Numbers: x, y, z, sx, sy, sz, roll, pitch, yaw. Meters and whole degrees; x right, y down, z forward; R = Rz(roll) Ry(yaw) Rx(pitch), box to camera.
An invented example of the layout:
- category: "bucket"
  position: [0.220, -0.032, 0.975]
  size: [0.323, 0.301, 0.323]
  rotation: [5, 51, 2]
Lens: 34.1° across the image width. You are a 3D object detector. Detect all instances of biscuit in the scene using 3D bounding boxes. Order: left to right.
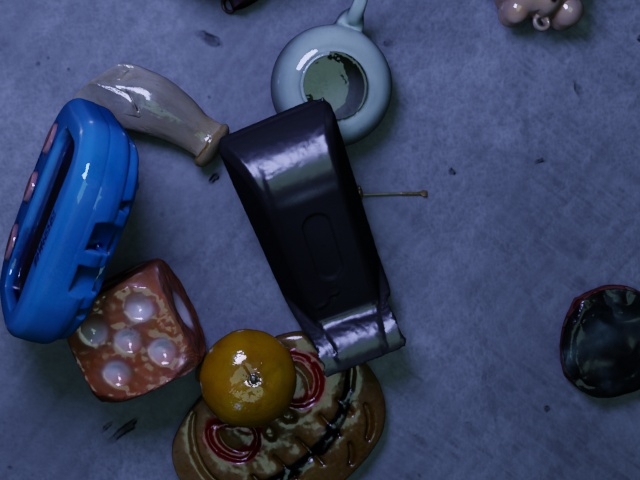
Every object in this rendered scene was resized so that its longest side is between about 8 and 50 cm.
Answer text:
- category: "biscuit"
  position: [-0.080, 0.304, 1.740]
  size: [0.367, 0.063, 0.314]
  rotation: [-42, 100, 2]

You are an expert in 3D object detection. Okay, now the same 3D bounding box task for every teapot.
- category: "teapot"
  position: [-0.121, -0.394, 1.645]
  size: [0.100, 0.068, 0.045]
  rotation: [-25, 96, 33]
- category: "teapot"
  position: [0.018, -0.241, 1.642]
  size: [0.193, 0.129, 0.295]
  rotation: [17, 95, -6]

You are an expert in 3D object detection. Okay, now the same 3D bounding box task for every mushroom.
- category: "mushroom"
  position: [-0.261, -0.206, 1.642]
  size: [0.246, 0.096, 0.108]
  rotation: [24, 85, -9]

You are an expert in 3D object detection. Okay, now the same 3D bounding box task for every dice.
- category: "dice"
  position: [-0.294, 0.143, 1.648]
  size: [0.179, 0.174, 0.175]
  rotation: [-28, 100, 4]

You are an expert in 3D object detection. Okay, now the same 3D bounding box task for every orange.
- category: "orange"
  position: [-0.113, 0.217, 1.639]
  size: [0.156, 0.124, 0.156]
  rotation: [0, 90, -11]

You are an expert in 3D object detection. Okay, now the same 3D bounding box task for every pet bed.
- category: "pet bed"
  position: [0.499, 0.170, 1.774]
  size: [0.201, 0.053, 0.201]
  rotation: [-1, 98, -4]

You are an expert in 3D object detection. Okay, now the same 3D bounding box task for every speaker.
- category: "speaker"
  position: [0.000, 0.000, 1.588]
  size: [0.180, 0.184, 0.388]
  rotation: [-23, 130, -2]

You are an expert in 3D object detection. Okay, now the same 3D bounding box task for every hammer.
- category: "hammer"
  position: [0.117, -0.078, 1.731]
  size: [0.122, 0.014, 0.029]
  rotation: [-1, 106, -7]

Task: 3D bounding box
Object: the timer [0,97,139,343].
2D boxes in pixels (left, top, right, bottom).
- category: "timer"
  position: [-0.375, -0.029, 1.543]
  size: [0.115, 0.309, 0.340]
  rotation: [19, 103, -25]

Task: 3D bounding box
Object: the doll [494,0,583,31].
- category: "doll"
  position: [0.362, -0.468, 1.658]
  size: [0.154, 0.119, 0.278]
  rotation: [14, 86, -7]
